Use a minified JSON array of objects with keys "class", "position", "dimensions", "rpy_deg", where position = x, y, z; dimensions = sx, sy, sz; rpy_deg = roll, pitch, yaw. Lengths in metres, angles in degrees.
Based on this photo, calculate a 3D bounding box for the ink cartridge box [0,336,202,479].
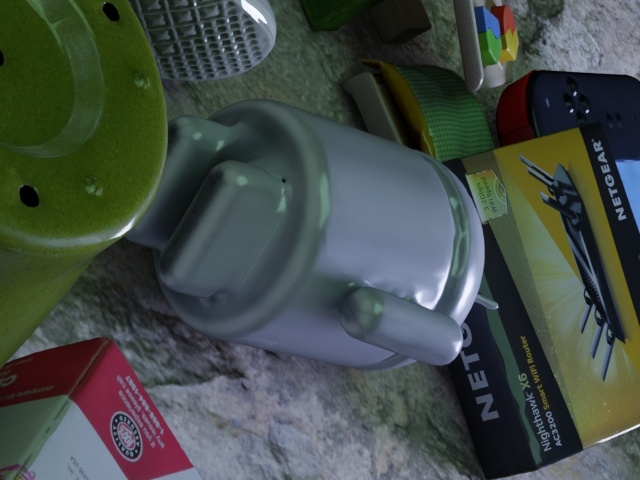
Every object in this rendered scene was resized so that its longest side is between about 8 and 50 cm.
[{"class":"ink cartridge box","position":[-0.186,0.243,1.121],"dimensions":[0.226,0.131,0.306],"rpy_deg":[63,33,-22]}]

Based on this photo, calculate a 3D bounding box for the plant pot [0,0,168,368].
[{"class":"plant pot","position":[-0.287,-0.037,1.029],"dimensions":[0.366,0.353,0.366],"rpy_deg":[31,44,-36]}]

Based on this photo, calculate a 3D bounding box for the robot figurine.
[{"class":"robot figurine","position":[0.000,0.000,1.494],"dimensions":[0.353,0.200,0.300],"rpy_deg":[16,26,-44]}]

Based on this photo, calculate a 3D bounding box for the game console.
[{"class":"game console","position":[0.339,-0.005,2.002],"dimensions":[0.342,0.060,0.386],"rpy_deg":[-7,81,-53]}]

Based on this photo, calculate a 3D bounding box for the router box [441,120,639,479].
[{"class":"router box","position":[0.224,0.054,1.758],"dimensions":[0.243,0.081,0.309],"rpy_deg":[-17,86,-38]}]

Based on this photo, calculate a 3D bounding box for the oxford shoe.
[{"class":"oxford shoe","position":[-0.215,-0.258,1.443],"dimensions":[0.449,0.169,0.130],"rpy_deg":[23,48,-35]}]

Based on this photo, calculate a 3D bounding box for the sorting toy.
[{"class":"sorting toy","position":[0.169,-0.254,1.824],"dimensions":[0.208,0.038,0.193],"rpy_deg":[-28,109,-73]}]

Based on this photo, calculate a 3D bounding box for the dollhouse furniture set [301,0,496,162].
[{"class":"dollhouse furniture set","position":[0.124,-0.199,1.828],"dimensions":[0.197,0.151,0.301],"rpy_deg":[-12,76,-54]}]
